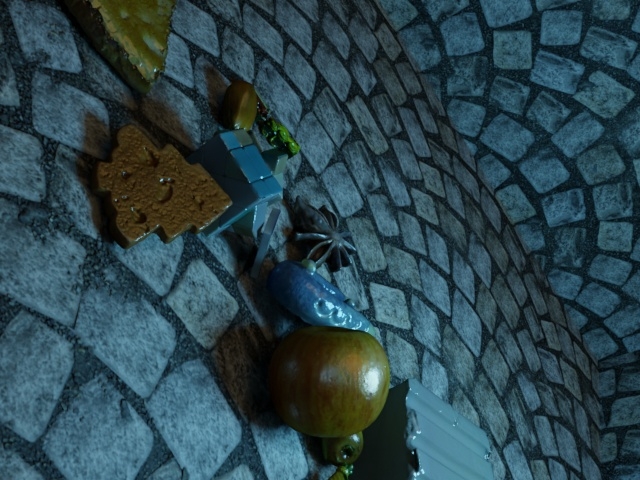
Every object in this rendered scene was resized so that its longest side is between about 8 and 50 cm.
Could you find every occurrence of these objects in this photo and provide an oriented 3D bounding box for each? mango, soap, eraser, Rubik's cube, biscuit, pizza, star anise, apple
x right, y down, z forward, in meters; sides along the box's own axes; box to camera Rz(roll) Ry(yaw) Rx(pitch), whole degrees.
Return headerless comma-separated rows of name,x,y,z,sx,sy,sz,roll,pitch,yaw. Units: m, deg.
mango,-0.218,-0.346,2.143,0.105,0.084,0.159,52,48,-53
soap,0.268,0.591,2.072,0.435,0.213,0.350,37,36,-40
eraser,-0.133,0.006,1.951,0.023,0.150,0.103,19,40,-2
Rubik's cube,-0.189,-0.136,1.885,0.265,0.224,0.213,59,26,1
biscuit,-0.331,-0.099,1.707,0.306,0.043,0.283,12,61,-29
pizza,-0.501,-0.591,1.871,0.392,0.080,0.434,38,37,-40
star anise,-0.001,-0.004,2.211,0.199,0.110,0.257,13,49,-37
apple,0.018,0.313,1.821,0.286,0.286,0.232,1,91,-58
apple,0.050,0.473,1.912,0.102,0.099,0.114,-132,-148,-64

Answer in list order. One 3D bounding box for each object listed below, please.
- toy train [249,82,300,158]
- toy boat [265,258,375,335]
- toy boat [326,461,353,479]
toy train,-0.148,-0.335,2.276,0.249,0.053,0.085,53,23,-20
toy boat,0.012,0.135,2.004,0.330,0.123,0.215,32,11,-37
toy boat,0.057,0.620,1.825,0.088,0.089,0.229,0,75,-37
